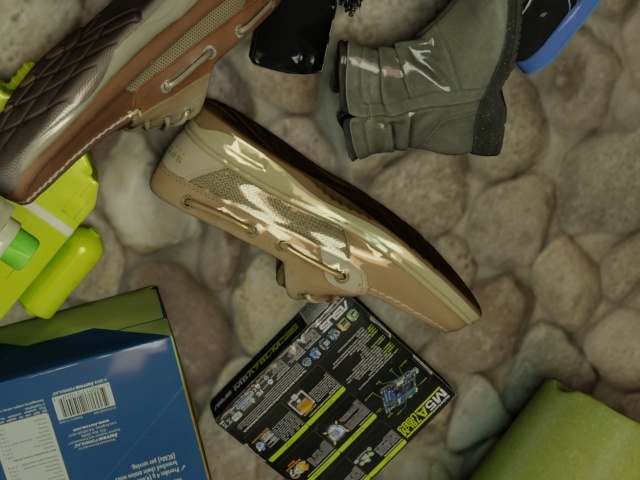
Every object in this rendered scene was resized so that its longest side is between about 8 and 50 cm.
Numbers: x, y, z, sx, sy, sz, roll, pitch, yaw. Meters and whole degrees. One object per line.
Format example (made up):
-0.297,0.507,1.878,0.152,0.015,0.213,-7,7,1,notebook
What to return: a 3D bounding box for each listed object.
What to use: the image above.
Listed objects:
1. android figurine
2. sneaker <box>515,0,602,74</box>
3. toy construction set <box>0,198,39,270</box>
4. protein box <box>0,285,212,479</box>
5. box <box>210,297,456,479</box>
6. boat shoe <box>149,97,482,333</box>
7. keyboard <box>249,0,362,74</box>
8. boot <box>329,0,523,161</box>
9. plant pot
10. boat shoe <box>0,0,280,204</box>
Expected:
-0.312,-0.034,0.982,0.248,0.056,0.273,36,99,-21,android figurine
0.232,-0.271,1.025,0.090,0.081,0.232,30,100,-28,sneaker
-0.349,0.051,0.842,0.328,0.215,0.151,-23,123,27,toy construction set
-0.219,0.180,1.033,0.200,0.136,0.201,-15,111,-9,protein box
0.014,0.166,1.138,0.190,0.045,0.184,-46,115,3,box
0.000,0.000,1.046,0.341,0.121,0.110,34,102,-11,boat shoe
0.000,-0.247,1.009,0.100,0.038,0.192,15,107,6,keyboard
0.090,-0.170,0.982,0.161,0.083,0.246,-1,129,-2,boot
0.256,0.295,1.144,0.276,0.276,0.254,32,86,-21,plant pot
-0.146,-0.144,0.925,0.324,0.123,0.116,-48,124,-13,boat shoe
